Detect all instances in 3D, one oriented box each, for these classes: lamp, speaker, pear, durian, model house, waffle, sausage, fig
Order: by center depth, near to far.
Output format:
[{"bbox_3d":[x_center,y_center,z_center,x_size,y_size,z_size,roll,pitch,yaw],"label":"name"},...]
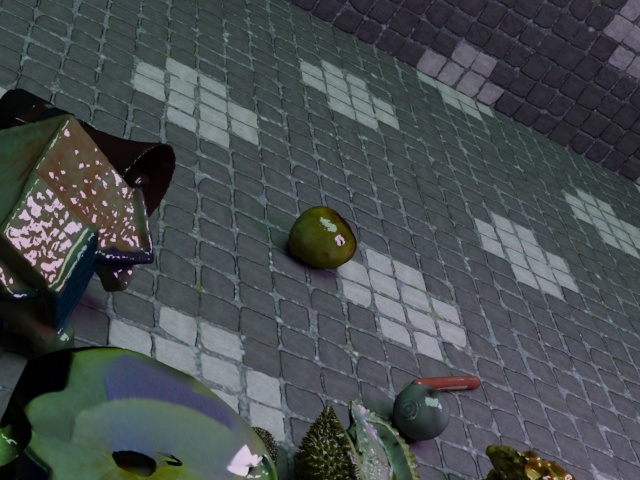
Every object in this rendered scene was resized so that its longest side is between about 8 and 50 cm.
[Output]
[{"bbox_3d":[-0.252,0.336,1.377,0.399,0.165,0.399,27,28,-16],"label":"pear"},{"bbox_3d":[-0.423,0.014,1.671,0.280,0.245,0.312,55,42,-35],"label":"model house"},{"bbox_3d":[-0.100,0.327,1.676,0.091,0.080,0.080,25,23,-55],"label":"durian"},{"bbox_3d":[0.048,0.376,1.683,0.193,0.138,0.237,33,24,-10],"label":"durian"},{"bbox_3d":[0.373,0.502,1.841,0.261,0.151,0.324,31,28,-1],"label":"waffle"},{"bbox_3d":[0.184,0.313,1.977,0.105,0.105,0.105,27,28,-15],"label":"lamp"},{"bbox_3d":[-0.421,-0.180,2.028,0.329,0.198,0.259,36,39,21],"label":"speaker"},{"bbox_3d":[0.254,0.288,2.178,0.223,0.029,0.029,4,40,-45],"label":"sausage"},{"bbox_3d":[0.009,-0.007,2.282,0.153,0.120,0.136,20,25,-26],"label":"fig"}]
